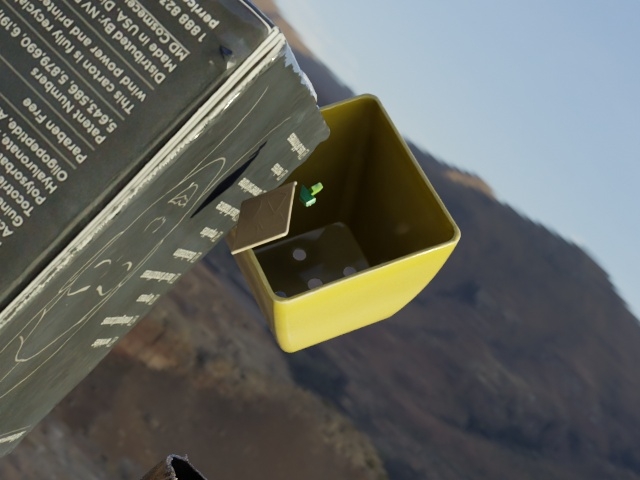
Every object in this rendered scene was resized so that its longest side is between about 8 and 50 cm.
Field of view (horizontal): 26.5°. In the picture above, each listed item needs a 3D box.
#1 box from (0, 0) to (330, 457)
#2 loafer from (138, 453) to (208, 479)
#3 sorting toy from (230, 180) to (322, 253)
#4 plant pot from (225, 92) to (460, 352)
[{"bbox_3d":[-0.267,-0.053,1.134,0.297,0.472,0.480,43,0,5],"label":"box"},{"bbox_3d":[-0.046,0.339,1.384,0.366,0.130,0.134,28,12,-1],"label":"loafer"},{"bbox_3d":[-0.035,-0.021,1.116,0.012,0.083,0.062,46,40,-34],"label":"sorting toy"},{"bbox_3d":[0.000,0.000,1.487,0.187,0.212,0.212,98,-32,-56],"label":"plant pot"}]
